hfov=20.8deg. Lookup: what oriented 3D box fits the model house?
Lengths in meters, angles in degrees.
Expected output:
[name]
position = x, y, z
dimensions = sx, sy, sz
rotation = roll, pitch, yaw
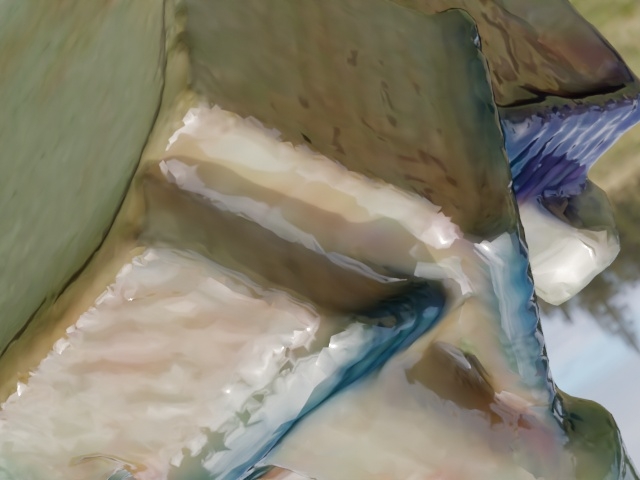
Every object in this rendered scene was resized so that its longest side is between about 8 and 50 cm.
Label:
[model house]
position = 0.000, 0.000, 0.723
dimensions = 0.245, 0.280, 0.312
rotation = -47, -148, 31
